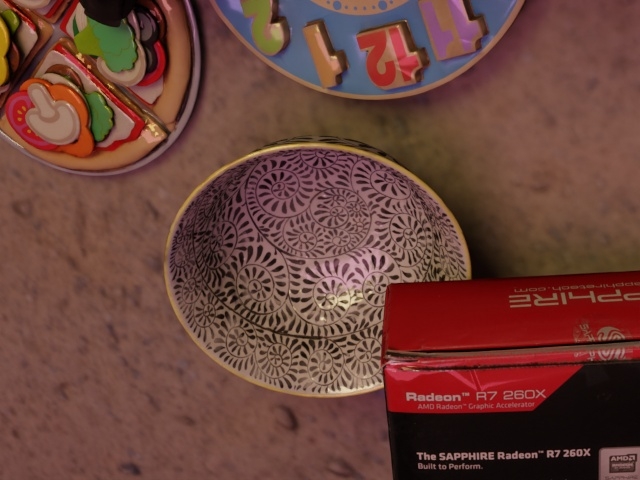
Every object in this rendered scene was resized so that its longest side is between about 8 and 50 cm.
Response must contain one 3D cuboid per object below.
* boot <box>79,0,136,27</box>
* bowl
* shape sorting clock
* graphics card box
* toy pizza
[{"bbox_3d":[-0.102,-0.217,0.671,0.076,0.137,0.198,17,84,-6],"label":"boot"},{"bbox_3d":[0.000,0.000,0.736,0.170,0.080,0.170,1,124,2],"label":"bowl"},{"bbox_3d":[0.015,-0.170,0.663,0.206,0.040,0.206,12,123,20],"label":"shape sorting clock"},{"bbox_3d":[0.163,0.192,0.735,0.232,0.094,0.371,-4,117,6],"label":"graphics card box"},{"bbox_3d":[-0.166,-0.127,0.786,0.201,0.032,0.201,12,123,20],"label":"toy pizza"}]
